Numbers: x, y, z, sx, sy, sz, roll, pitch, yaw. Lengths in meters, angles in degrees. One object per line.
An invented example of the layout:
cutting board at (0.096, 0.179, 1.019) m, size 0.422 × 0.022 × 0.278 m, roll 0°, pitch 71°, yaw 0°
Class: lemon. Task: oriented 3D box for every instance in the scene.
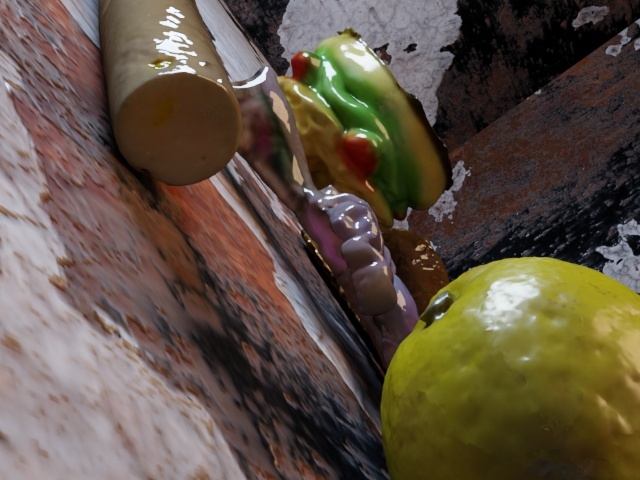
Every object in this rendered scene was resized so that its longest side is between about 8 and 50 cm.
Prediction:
lemon at (0.118, 0.107, 0.409) m, size 0.207 × 0.170 × 0.170 m, roll 58°, pitch 7°, yaw 13°

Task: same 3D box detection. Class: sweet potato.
sweet potato at (0.105, 0.037, 1.004) m, size 0.114 × 0.092 × 0.341 m, roll 45°, pitch 8°, yaw -13°

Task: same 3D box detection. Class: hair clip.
hair clip at (0.005, -0.006, 0.580) m, size 0.300 × 0.069 × 0.173 m, roll 55°, pitch 6°, yaw 4°

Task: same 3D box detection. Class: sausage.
sausage at (-0.095, -0.122, 0.480) m, size 0.066 × 0.065 × 0.301 m, roll 51°, pitch 6°, yaw -33°

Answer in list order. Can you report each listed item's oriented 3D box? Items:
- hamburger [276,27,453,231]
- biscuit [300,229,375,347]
hamburger at (0.023, -0.104, 0.895) m, size 0.237 × 0.149 × 0.237 m, roll 56°, pitch -3°, yaw 4°
biscuit at (0.069, 0.099, 0.772) m, size 0.232 × 0.013 × 0.237 m, roll 56°, pitch 7°, yaw 16°
